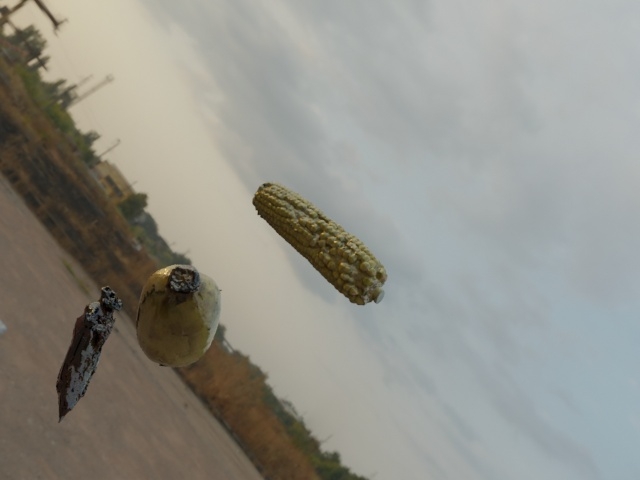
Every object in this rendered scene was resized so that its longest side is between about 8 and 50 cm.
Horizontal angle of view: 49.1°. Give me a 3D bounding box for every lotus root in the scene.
[{"bbox_3d":[-0.281,0.144,1.388,0.284,0.160,0.146,111,-18,-49],"label":"lotus root"}]

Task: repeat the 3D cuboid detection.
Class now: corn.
[{"bbox_3d":[0.000,0.000,1.143,0.288,0.086,0.086,41,-15,25],"label":"corn"}]

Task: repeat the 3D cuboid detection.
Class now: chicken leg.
[{"bbox_3d":[-0.410,0.193,1.218,0.063,0.233,0.105,21,4,-4],"label":"chicken leg"}]
